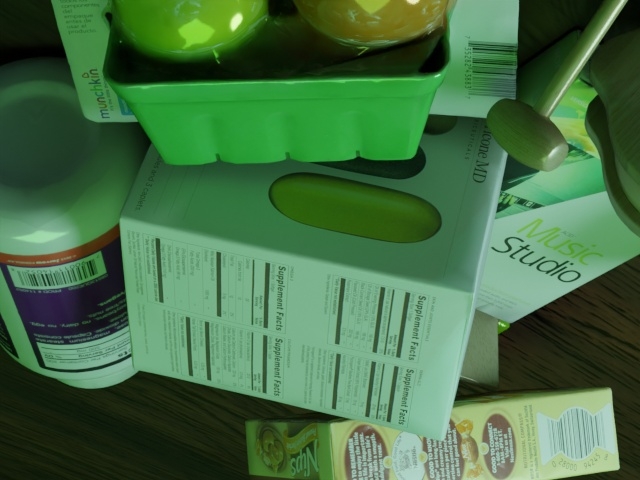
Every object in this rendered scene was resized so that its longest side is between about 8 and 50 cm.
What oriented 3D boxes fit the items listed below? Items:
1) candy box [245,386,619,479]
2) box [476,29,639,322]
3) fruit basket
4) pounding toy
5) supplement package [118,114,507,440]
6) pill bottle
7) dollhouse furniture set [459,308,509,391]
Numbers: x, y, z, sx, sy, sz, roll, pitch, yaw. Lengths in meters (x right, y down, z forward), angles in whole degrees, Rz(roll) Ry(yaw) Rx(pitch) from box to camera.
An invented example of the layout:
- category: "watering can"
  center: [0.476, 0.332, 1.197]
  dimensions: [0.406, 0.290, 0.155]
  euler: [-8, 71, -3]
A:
- category: "candy box"
  center: [0.108, 0.198, 1.385]
  dimensions: [0.316, 0.088, 0.183]
  euler: [-2, 174, -28]
- category: "box"
  center: [0.193, -0.041, 1.258]
  dimensions: [0.232, 0.059, 0.322]
  euler: [22, 141, -30]
- category: "fruit basket"
  center: [-0.031, -0.214, 0.944]
  dimensions: [0.326, 0.165, 0.353]
  euler: [-2, 132, 5]
- category: "pounding toy"
  center: [0.266, -0.100, 0.991]
  dimensions: [0.269, 0.154, 0.155]
  euler: [-29, 151, -10]
- category: "supplement package"
  center: [0.000, 0.000, 1.136]
  dimensions: [0.262, 0.199, 0.198]
  euler: [12, 141, 7]
- category: "pill bottle"
  center: [-0.218, 0.002, 1.236]
  dimensions: [0.181, 0.182, 0.323]
  euler: [1, 149, 2]
- category: "dollhouse furniture set"
  center: [0.027, 0.137, 1.466]
  dimensions: [0.197, 0.151, 0.301]
  euler: [21, 144, -28]
